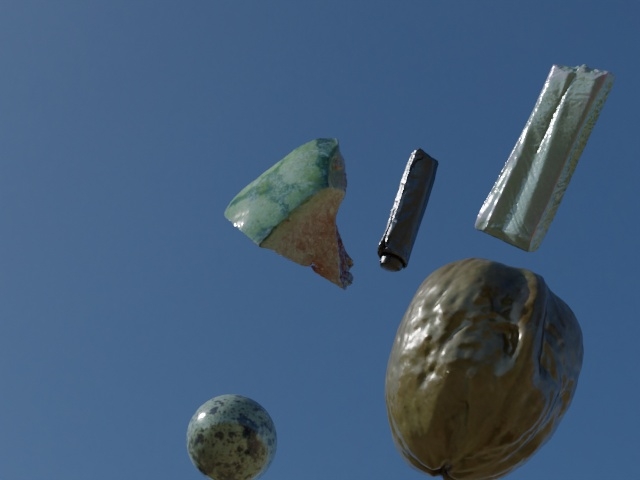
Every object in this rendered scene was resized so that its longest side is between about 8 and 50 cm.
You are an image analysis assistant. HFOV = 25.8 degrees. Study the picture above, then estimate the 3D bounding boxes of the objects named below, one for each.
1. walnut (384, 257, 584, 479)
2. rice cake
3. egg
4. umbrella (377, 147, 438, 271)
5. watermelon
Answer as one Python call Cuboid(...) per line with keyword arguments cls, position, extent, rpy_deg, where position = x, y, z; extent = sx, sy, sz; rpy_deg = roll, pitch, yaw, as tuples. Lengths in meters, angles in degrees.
Cuboid(cls="walnut", position=(0.195, 0.160, 1.693), extent=(0.227, 0.283, 0.283), rpy_deg=(24, -50, -3))
Cuboid(cls="rice cake", position=(0.253, -0.099, 1.577), extent=(0.042, 0.080, 0.221), rpy_deg=(24, -89, -51))
Cuboid(cls="egg", position=(-0.128, 0.298, 2.052), extent=(0.132, 0.132, 0.172), rpy_deg=(-4, -28, 7))
Cuboid(cls="umbrella", position=(0.086, -0.030, 1.385), extent=(0.036, 0.133, 0.031), rpy_deg=(23, -24, -11))
Cuboid(cls="watermelon", position=(-0.023, -0.002, 1.325), extent=(0.121, 0.098, 0.158), rpy_deg=(-13, -55, -8))
